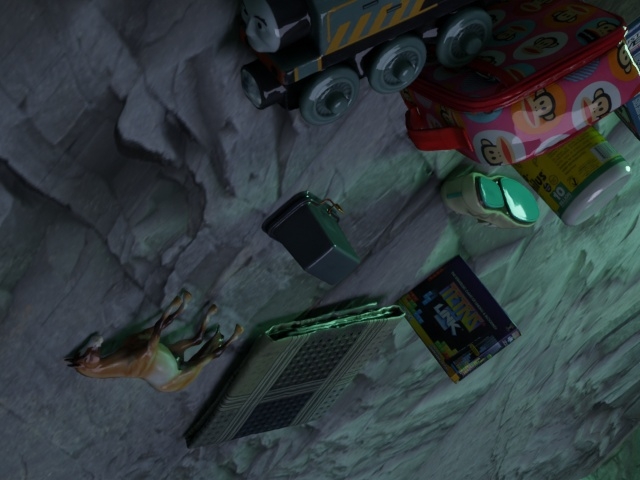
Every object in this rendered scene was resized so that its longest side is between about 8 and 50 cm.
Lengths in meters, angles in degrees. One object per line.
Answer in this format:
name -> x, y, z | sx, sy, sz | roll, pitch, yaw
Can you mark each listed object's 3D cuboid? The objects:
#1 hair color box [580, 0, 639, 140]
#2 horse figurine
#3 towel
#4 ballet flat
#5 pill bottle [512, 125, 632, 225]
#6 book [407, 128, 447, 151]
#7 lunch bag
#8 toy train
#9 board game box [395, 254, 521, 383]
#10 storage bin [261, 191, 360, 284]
hair color box -> 0.391, -0.274, 1.931 | 0.105, 0.174, 0.347 | -37, 155, 6
horse figurine -> -0.214, 0.152, 2.040 | 0.174, 0.066, 0.263 | -46, 152, 8
towel -> -0.045, 0.216, 2.408 | 0.312, 0.056, 0.324 | -7, 145, -42
ballet flat -> 0.261, -0.060, 2.279 | 0.086, 0.086, 0.248 | -44, 153, 17
pill bottle -> 0.311, -0.130, 1.975 | 0.118, 0.208, 0.117 | -37, 165, -12
book -> 0.197, -0.180, 2.019 | 0.144, 0.035, 0.096 | -47, 158, 22
lunch bag -> 0.211, -0.187, 1.734 | 0.258, 0.293, 0.120 | -30, 115, -11
toy train -> 0.058, -0.260, 1.589 | 0.334, 0.142, 0.190 | -25, 141, -18
board game box -> 0.231, 0.132, 2.451 | 0.141, 0.170, 0.048 | -38, 154, 3
storage bin -> 0.000, 0.000, 2.013 | 0.098, 0.091, 0.135 | -40, 156, 9
